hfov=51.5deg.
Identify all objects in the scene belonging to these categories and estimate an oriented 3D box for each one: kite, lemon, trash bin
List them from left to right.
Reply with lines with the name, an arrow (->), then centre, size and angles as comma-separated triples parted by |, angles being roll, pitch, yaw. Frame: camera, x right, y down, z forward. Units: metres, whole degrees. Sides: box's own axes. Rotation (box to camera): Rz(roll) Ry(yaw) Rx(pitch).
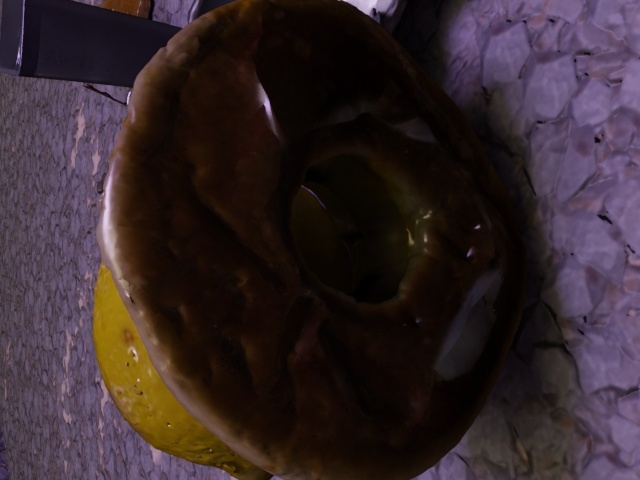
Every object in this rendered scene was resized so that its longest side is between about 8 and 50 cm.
trash bin -> -0.356, -0.303, 1.033 | 0.164, 0.241, 0.122 | 25, 110, 53
kite -> -0.333, -0.234, 1.113 | 0.190, 0.159, 0.010 | -13, -52, -84
lemon -> -0.086, 0.074, 0.640 | 0.258, 0.258, 0.310 | -27, 64, 51

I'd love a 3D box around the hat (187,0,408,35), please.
hat -> -0.001, -0.216, 0.628 | 0.232, 0.161, 0.275 | 27, 137, 31

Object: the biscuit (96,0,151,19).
biscuit -> -0.365, -0.409, 1.224 | 0.225, 0.036, 0.166 | -18, 75, 50

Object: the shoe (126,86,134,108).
shoe -> -0.217, -0.198, 0.991 | 0.159, 0.053, 0.062 | 16, 95, 21

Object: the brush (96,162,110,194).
brush -> -0.264, -0.179, 1.046 | 0.301, 0.084, 0.071 | -57, 21, 24

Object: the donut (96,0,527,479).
donut -> 0.000, 0.000, 0.480 | 0.160, 0.330, 0.330 | 161, 106, -65
